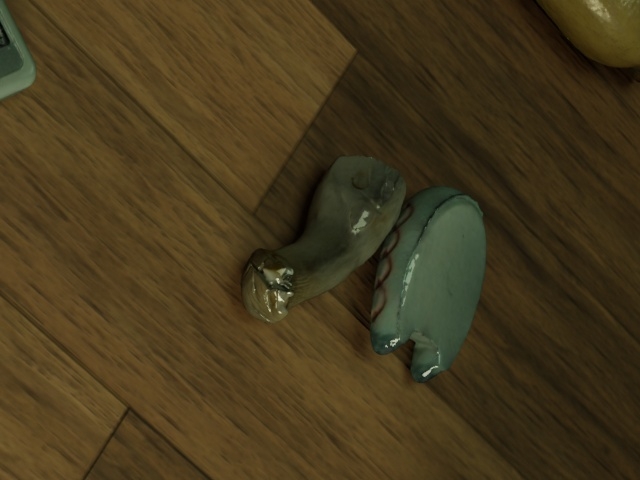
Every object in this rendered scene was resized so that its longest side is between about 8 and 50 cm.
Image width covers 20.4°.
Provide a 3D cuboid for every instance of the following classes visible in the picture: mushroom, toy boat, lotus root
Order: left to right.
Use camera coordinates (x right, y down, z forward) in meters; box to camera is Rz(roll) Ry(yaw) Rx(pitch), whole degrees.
[{"bbox_3d":[0.001,0.004,1.780,0.223,0.081,0.092,-47,125,-34],"label":"mushroom"},{"bbox_3d":[0.105,0.039,1.858,0.134,0.079,0.208,33,66,-42],"label":"toy boat"},{"bbox_3d":[0.326,-0.304,2.081,0.303,0.131,0.146,44,57,-20],"label":"lotus root"}]

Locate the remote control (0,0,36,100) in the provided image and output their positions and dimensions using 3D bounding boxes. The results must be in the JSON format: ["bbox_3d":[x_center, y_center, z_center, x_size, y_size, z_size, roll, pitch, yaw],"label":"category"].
[{"bbox_3d":[-0.367,-0.251,1.581,0.140,0.056,0.296,-30,97,-41],"label":"remote control"}]
